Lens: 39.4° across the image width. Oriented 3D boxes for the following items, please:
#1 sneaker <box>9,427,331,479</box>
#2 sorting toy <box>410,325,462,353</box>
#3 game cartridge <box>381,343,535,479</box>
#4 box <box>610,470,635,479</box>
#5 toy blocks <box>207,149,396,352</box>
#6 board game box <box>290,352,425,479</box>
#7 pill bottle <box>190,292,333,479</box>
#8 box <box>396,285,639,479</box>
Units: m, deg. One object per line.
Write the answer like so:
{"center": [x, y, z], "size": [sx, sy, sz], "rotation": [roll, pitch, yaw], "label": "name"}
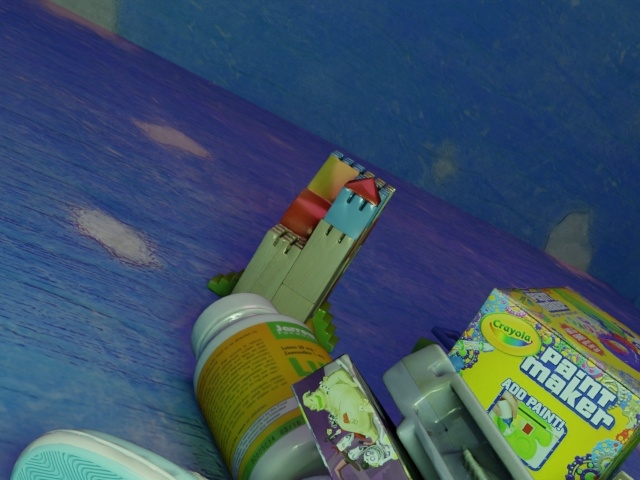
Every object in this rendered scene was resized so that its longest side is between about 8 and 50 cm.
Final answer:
{"center": [-0.062, 0.218, 0.652], "size": [0.319, 0.127, 0.208], "rotation": [40, 16, -6], "label": "sneaker"}
{"center": [0.278, 0.256, 1.383], "size": [0.348, 0.047, 0.196], "rotation": [41, 21, 33], "label": "sorting toy"}
{"center": [0.143, 0.229, 0.478], "size": [0.230, 0.068, 0.355], "rotation": [64, -2, -24], "label": "game cartridge"}
{"center": [0.231, 0.297, 0.781], "size": [0.036, 0.136, 0.225], "rotation": [39, -15, 34], "label": "box"}
{"center": [0.000, 0.000, 1.218], "size": [0.191, 0.261, 0.381], "rotation": [33, 14, 4], "label": "toy blocks"}
{"center": [0.092, 0.241, 0.610], "size": [0.208, 0.056, 0.347], "rotation": [56, -2, 41], "label": "board game box"}
{"center": [-0.043, 0.156, 0.860], "size": [0.136, 0.136, 0.245], "rotation": [22, 17, -35], "label": "pill bottle"}
{"center": [0.215, 0.207, 0.940], "size": [0.177, 0.279, 0.290], "rotation": [38, 16, 25], "label": "box"}
